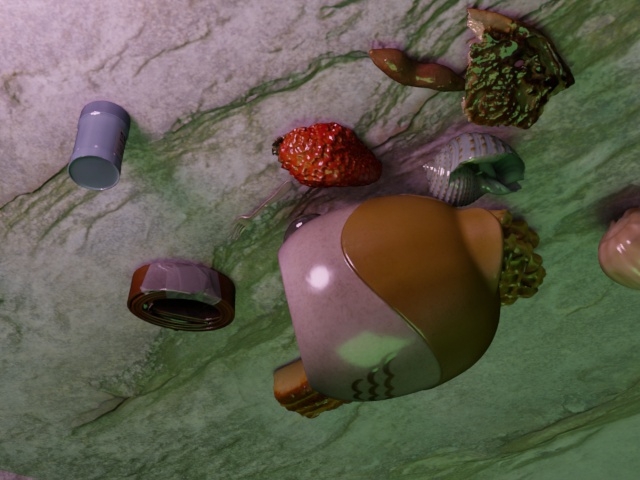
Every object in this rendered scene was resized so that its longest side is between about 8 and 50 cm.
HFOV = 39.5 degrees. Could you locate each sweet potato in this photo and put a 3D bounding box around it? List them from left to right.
[{"bbox_3d":[0.185,-0.311,1.664,0.219,0.051,0.065,15,153,-18],"label":"sweet potato"}]

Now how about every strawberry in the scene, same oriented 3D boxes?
[{"bbox_3d":[0.017,-0.152,1.820,0.236,0.106,0.175,2,142,-3],"label":"strawberry"}]

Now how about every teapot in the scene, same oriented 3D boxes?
[{"bbox_3d":[0.000,0.000,1.994,0.166,0.119,0.130,-27,136,9],"label":"teapot"}]

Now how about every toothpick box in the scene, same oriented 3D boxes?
[{"bbox_3d":[-0.431,-0.186,1.743,0.101,0.153,0.101,0,142,0],"label":"toothpick box"},{"bbox_3d":[0.149,0.104,1.795,0.426,0.408,0.408,-13,141,-2],"label":"toothpick box"}]

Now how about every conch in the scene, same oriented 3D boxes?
[{"bbox_3d":[0.307,-0.151,1.805,0.200,0.131,0.172,-5,136,-22],"label":"conch"}]

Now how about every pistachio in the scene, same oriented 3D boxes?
[{"bbox_3d":[0.742,0.031,1.963,0.318,0.213,0.193,13,140,-34],"label":"pistachio"}]

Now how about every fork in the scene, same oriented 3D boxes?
[{"bbox_3d":[-0.136,-0.072,1.993,0.034,0.028,0.219,31,128,-23],"label":"fork"}]

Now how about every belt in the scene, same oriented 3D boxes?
[{"bbox_3d":[-0.336,0.139,2.189,0.262,0.105,0.184,16,137,-18],"label":"belt"}]

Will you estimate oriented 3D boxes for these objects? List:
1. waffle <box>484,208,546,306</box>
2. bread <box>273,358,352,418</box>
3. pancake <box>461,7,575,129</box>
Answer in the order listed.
[{"bbox_3d":[0.346,0.065,2.062,0.324,0.151,0.261,-23,133,28],"label":"waffle"},{"bbox_3d":[0.013,0.403,2.511,0.275,0.114,0.185,-26,134,32],"label":"bread"},{"bbox_3d":[0.365,-0.316,1.644,0.213,0.056,0.257,-7,133,-1],"label":"pancake"}]
